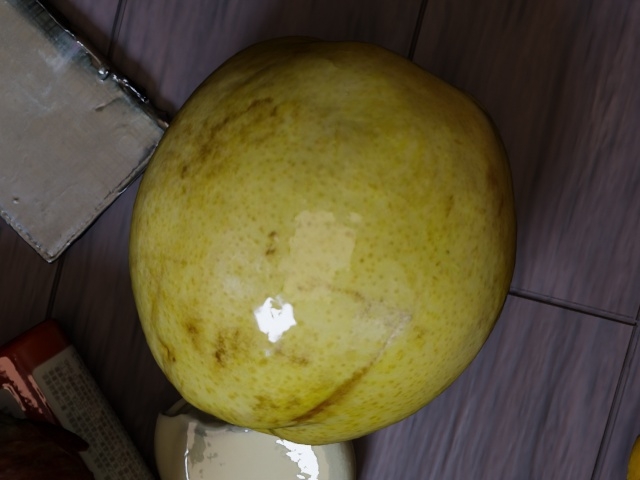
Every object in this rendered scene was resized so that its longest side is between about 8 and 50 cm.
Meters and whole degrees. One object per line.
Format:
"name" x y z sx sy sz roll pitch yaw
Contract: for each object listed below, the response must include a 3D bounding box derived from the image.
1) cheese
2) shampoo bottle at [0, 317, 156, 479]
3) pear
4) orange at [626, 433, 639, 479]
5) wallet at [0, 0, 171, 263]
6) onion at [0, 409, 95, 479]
"cheese" -0.034 0.234 1.086 0.163 0.071 0.248 -23 95 3
"shampoo bottle" -0.197 0.208 1.067 0.104 0.104 0.278 -30 94 3
"pear" 0.000 0.000 0.952 0.314 0.314 0.314 0 95 1
"orange" 0.326 0.206 1.054 0.155 0.134 0.154 2 85 -20
"wallet" -0.286 -0.143 1.069 0.317 0.044 0.169 44 90 -5
"onion" -0.304 0.262 0.885 0.354 0.353 0.353 0 95 1
